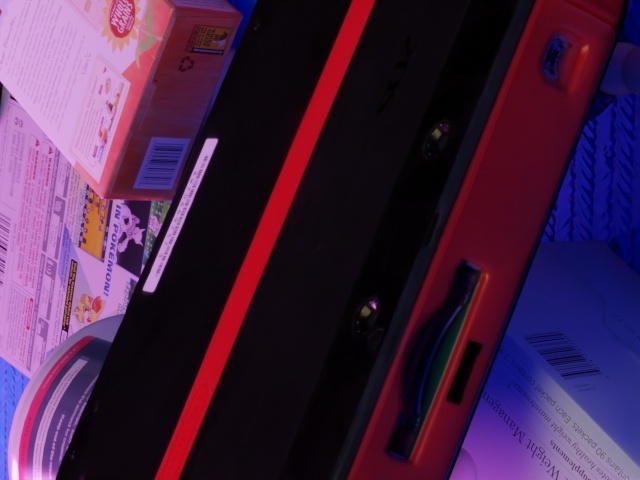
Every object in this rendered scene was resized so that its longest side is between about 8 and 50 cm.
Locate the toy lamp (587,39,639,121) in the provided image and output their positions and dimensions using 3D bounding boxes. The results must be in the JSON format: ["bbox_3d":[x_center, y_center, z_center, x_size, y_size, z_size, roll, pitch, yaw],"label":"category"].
[{"bbox_3d":[0.219,-0.084,0.912,0.274,0.080,0.080,13,103,51],"label":"toy lamp"}]

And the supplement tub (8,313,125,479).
[{"bbox_3d":[-0.064,0.158,1.193,0.272,0.191,0.191,12,102,51],"label":"supplement tub"}]

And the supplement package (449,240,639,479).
[{"bbox_3d":[0.124,0.138,0.987,0.194,0.149,0.203,47,126,39],"label":"supplement package"}]

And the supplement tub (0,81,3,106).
[{"bbox_3d":[-0.341,-0.187,1.553,0.144,0.144,0.200,8,99,51],"label":"supplement tub"}]

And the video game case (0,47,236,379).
[{"bbox_3d":[-0.177,-0.025,1.448,0.300,0.036,0.329,28,113,47],"label":"video game case"}]

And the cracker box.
[{"bbox_3d":[-0.164,-0.154,1.341,0.232,0.067,0.156,46,123,39],"label":"cracker box"}]

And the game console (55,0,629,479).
[{"bbox_3d":[0.000,0.000,1.002,0.342,0.060,0.387,4,69,62],"label":"game console"}]
